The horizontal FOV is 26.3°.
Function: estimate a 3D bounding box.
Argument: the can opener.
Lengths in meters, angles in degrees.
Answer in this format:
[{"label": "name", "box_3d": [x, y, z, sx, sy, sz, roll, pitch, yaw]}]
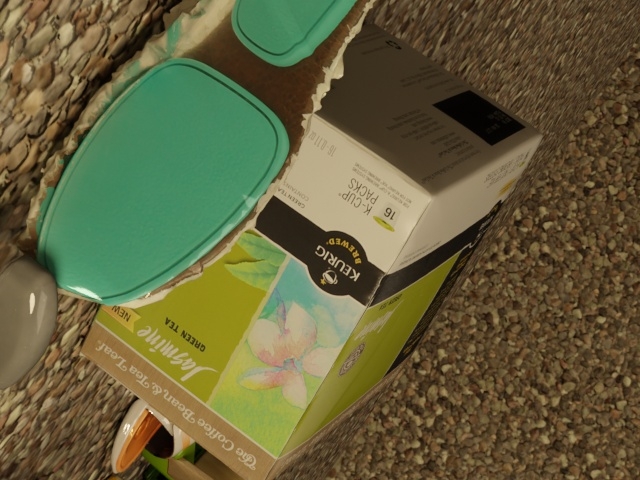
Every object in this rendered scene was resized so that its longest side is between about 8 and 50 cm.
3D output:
[{"label": "can opener", "box_3d": [-0.260, 0.110, 0.941, 0.074, 0.093, 0.280, -41, 165, -49]}]

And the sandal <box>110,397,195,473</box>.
[{"label": "sandal", "box_3d": [-0.130, 0.165, 1.530, 0.265, 0.076, 0.102, -48, 165, -26]}]

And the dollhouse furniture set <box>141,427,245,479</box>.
[{"label": "dollhouse furniture set", "box_3d": [-0.067, 0.207, 1.688, 0.301, 0.151, 0.197, -48, 165, -28]}]

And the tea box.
[{"label": "tea box", "box_3d": [0.000, 0.000, 1.273, 0.323, 0.220, 0.329, -62, 165, 23]}]

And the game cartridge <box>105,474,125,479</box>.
[{"label": "game cartridge", "box_3d": [-0.198, 0.473, 1.596, 0.053, 0.285, 0.323, -33, 154, -60]}]

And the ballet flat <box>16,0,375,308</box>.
[{"label": "ballet flat", "box_3d": [-0.062, -0.118, 0.987, 0.409, 0.147, 0.147, -53, 167, -9]}]
